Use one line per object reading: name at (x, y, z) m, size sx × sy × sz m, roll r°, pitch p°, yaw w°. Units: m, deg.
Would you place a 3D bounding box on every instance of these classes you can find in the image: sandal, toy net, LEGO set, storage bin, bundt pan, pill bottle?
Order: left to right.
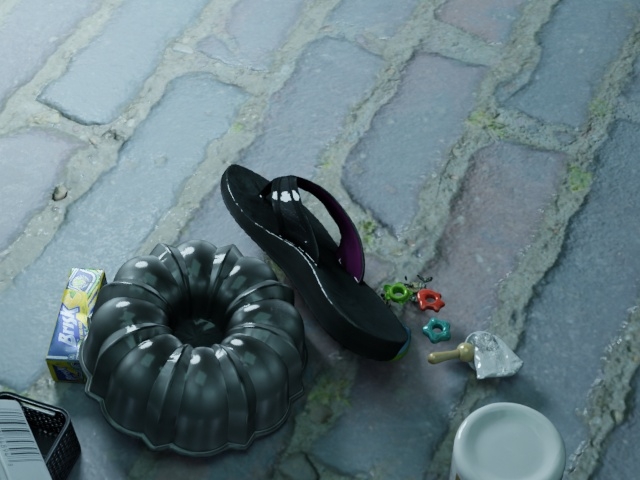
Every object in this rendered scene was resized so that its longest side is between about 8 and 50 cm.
storage bin at (-0.413, 0.305, 1.547) m, size 0.122 × 0.084 × 0.180 m, roll 15°, pitch 52°, yaw 14°
bundt pan at (-0.171, 0.128, 1.624) m, size 0.330 × 0.124 × 0.331 m, roll 5°, pitch 50°, yaw -6°
sandal at (0.002, 0.001, 1.714) m, size 0.167 × 0.107 × 0.446 m, roll 13°, pitch 26°, yaw -44°
LEGO set at (0.133, 0.079, 1.760) m, size 0.083 × 0.023 × 0.054 m, roll -13°, pitch 48°, yaw 8°
toy net at (0.183, 0.142, 1.690) m, size 0.232 × 0.045 × 0.122 m, roll 19°, pitch 51°, yaw 15°
pill bottle at (0.220, 0.311, 1.425) m, size 0.131 × 0.229 × 0.131 m, roll -1°, pitch 50°, yaw 1°

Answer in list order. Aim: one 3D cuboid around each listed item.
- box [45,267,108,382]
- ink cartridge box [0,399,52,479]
box at (-0.355, 0.123, 1.712) m, size 0.054 × 0.059 × 0.169 m, roll 2°, pitch 50°, yaw 4°
ink cartridge box at (-0.366, 0.409, 1.322) m, size 0.071 × 0.330 × 0.324 m, roll 3°, pitch 32°, yaw -37°
